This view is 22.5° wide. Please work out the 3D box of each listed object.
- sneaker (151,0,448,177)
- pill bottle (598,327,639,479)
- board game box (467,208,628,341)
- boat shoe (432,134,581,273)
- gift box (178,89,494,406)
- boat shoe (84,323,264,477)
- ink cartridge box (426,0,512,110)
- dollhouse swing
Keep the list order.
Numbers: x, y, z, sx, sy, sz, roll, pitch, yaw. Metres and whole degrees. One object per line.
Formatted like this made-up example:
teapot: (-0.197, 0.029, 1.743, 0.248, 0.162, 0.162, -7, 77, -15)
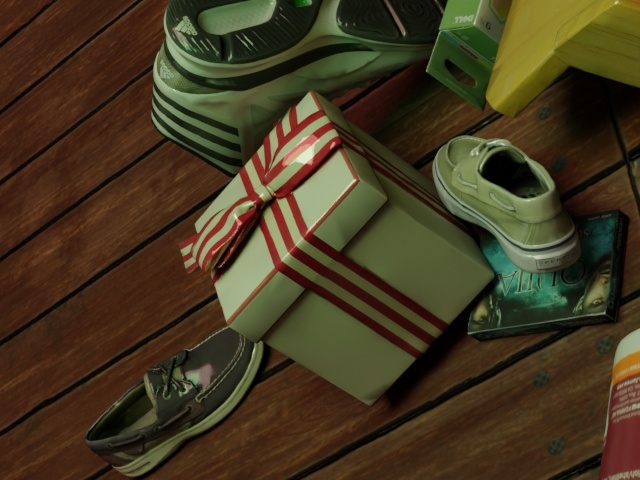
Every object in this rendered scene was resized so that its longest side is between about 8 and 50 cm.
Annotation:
sneaker: (-0.019, -0.223, 2.007, 0.169, 0.448, 0.257, 62, 147, 25)
pill bottle: (0.338, 0.281, 1.366, 0.224, 0.224, 0.392, -10, 59, 43)
board game box: (0.249, 0.040, 1.771, 0.186, 0.026, 0.126, -13, 57, 42)
boat shoe: (0.206, -0.065, 1.782, 0.109, 0.094, 0.302, -18, 27, -12)
gift box: (0.000, 0.000, 1.860, 0.255, 0.258, 0.276, -50, 31, 10)
boat shoe: (-0.192, 0.202, 2.088, 0.285, 0.092, 0.102, -40, 43, 22)
ink cartridge box: (0.211, -0.275, 1.946, 0.062, 0.109, 0.209, 0, 67, 48)
dollhouse swing: (0.383, -0.269, 1.731, 0.305, 0.315, 0.346, 107, -179, -59)
